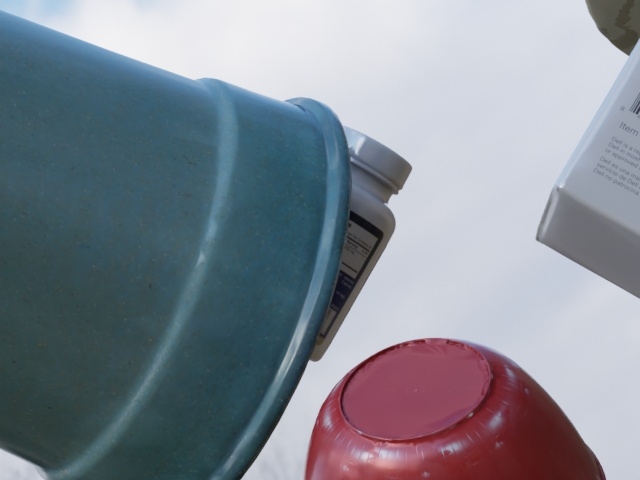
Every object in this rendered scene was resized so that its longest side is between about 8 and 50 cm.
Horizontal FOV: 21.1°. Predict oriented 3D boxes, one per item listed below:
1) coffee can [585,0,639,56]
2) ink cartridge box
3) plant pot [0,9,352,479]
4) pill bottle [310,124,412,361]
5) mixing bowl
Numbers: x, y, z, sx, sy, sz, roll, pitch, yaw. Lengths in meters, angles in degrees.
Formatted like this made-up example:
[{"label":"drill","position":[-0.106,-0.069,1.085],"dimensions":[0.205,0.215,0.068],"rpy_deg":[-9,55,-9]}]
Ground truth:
[{"label":"coffee can","position":[0.260,-0.275,1.138],"dimensions":[0.202,0.275,0.201],"rpy_deg":[0,-37,0]},{"label":"ink cartridge box","position":[0.233,-0.061,0.905],"dimensions":[0.212,0.154,0.093],"rpy_deg":[-58,-10,-16]},{"label":"plant pot","position":[-0.208,-0.008,1.179],"dimensions":[0.334,0.341,0.341],"rpy_deg":[25,-44,-23]},{"label":"pill bottle","position":[0.000,0.000,1.323],"dimensions":[0.169,0.094,0.094],"rpy_deg":[-60,-21,-5]},{"label":"mixing bowl","position":[0.063,0.120,0.965],"dimensions":[0.181,0.181,0.098],"rpy_deg":[-21,-57,-6]}]
